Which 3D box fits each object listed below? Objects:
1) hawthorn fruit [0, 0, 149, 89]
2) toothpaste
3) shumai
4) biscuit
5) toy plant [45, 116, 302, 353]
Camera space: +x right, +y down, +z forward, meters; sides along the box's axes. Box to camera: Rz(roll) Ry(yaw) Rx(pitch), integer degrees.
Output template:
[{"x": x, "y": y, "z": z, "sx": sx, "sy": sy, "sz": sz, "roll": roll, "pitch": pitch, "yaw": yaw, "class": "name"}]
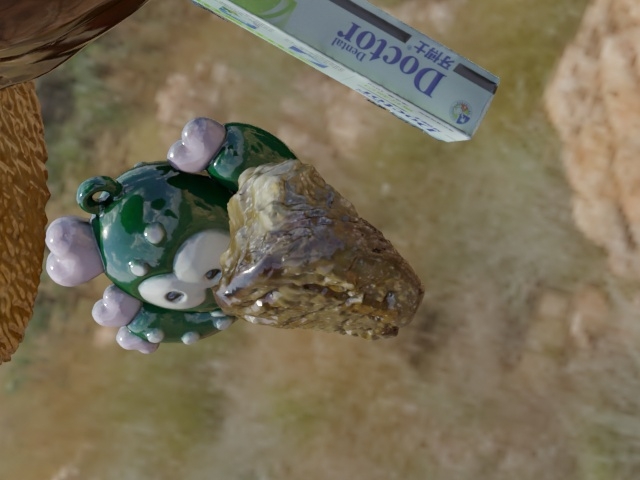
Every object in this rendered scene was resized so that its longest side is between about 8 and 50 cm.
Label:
[{"x": -0.139, "y": -0.212, "z": 0.712, "sx": 0.308, "sy": 0.324, "sz": 0.308, "roll": 52, "pitch": 160, "yaw": 28, "class": "hawthorn fruit"}, {"x": -0.008, "y": -0.191, "z": 1.622, "sx": 0.067, "sy": 0.336, "sz": 0.081, "roll": -63, "pitch": 11, "yaw": -3, "class": "toothpaste"}, {"x": 0.000, "y": 0.006, "z": 1.099, "sx": 0.139, "sy": 0.123, "sz": 0.105, "roll": -144, "pitch": 60, "yaw": -85, "class": "shumai"}, {"x": -0.243, "y": -0.029, "z": 1.339, "sx": 0.254, "sy": 0.035, "sz": 0.254, "roll": 2, "pitch": -90, "yaw": -81, "class": "biscuit"}, {"x": -0.107, "y": 0.001, "z": 1.573, "sx": 0.232, "sy": 0.243, "sz": 0.112, "roll": -26, "pitch": 47, "yaw": 10, "class": "toy plant"}]
